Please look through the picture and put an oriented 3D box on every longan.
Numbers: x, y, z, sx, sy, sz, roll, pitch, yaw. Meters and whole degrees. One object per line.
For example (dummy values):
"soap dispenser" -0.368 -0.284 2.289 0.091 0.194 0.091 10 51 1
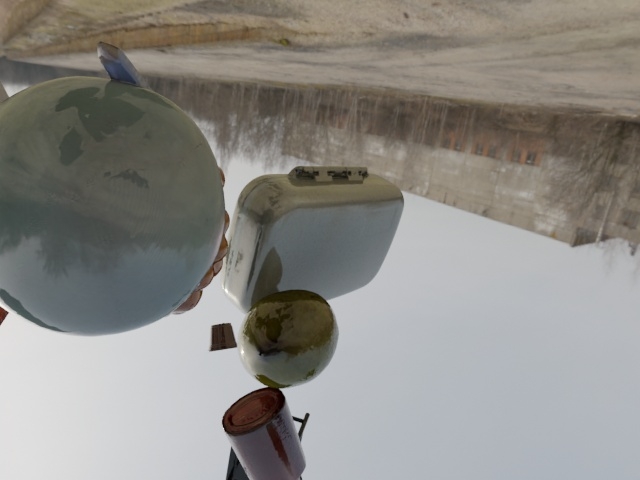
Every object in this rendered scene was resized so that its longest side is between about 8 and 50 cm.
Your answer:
"longan" -0.047 0.145 0.659 0.154 0.145 0.176 -3 -170 16

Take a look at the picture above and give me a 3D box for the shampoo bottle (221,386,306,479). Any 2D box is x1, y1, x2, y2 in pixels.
"shampoo bottle" -0.081 0.352 0.708 0.102 0.260 0.064 -24 -141 -19

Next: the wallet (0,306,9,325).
"wallet" -0.645 0.098 0.839 0.020 0.103 0.197 -22 -144 9

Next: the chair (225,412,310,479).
"chair" -0.132 0.494 0.936 0.154 0.142 0.260 14 -161 9

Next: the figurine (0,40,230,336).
"figurine" -0.249 -0.009 0.452 0.205 0.225 0.381 -19 -179 -38

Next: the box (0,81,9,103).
"box" -0.740 -0.260 0.874 0.291 0.207 0.262 25 -135 39

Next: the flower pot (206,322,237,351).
"flower pot" -0.338 0.330 1.470 0.111 0.089 0.111 -9 168 -2

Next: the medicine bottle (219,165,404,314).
"medicine bottle" 0.000 0.000 0.804 0.374 0.283 0.123 -11 -142 -46
